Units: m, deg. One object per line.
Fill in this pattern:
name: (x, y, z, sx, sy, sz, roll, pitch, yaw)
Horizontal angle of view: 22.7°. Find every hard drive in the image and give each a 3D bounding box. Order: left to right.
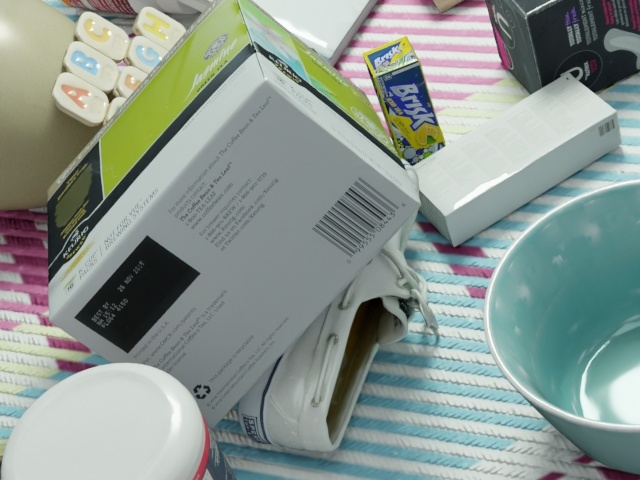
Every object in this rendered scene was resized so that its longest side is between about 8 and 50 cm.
hard drive: (-0.078, -0.367, 2.159, 0.307, 0.040, 0.203, 26, 58, 10)

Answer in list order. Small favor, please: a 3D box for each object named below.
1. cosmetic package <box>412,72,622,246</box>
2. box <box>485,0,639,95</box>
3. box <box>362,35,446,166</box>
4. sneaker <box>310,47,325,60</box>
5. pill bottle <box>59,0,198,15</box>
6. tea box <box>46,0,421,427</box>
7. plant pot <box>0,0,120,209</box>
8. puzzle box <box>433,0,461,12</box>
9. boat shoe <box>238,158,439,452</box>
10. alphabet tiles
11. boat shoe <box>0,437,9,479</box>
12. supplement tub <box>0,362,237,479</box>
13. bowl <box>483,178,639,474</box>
cosmetic package: (0.223, -0.095, 1.850, 0.239, 0.060, 0.099, -31, 47, -10)
box: (0.347, -0.301, 1.928, 0.270, 0.165, 0.143, -26, 44, -5)
box: (0.103, -0.154, 1.876, 0.059, 0.169, 0.054, -22, 43, 1)
sneaker: (-0.009, -0.182, 2.015, 0.063, 0.073, 0.162, -18, 44, 4)
pill bottle: (-0.272, -0.383, 2.277, 0.221, 0.121, 0.121, 12, 53, 29)
tea box: (-0.106, -0.046, 1.678, 0.329, 0.220, 0.323, -47, 25, 14)
plant pot: (-0.347, -0.154, 2.013, 0.191, 0.284, 0.284, 20, 50, -6)
puzzle box: (0.275, -0.510, 2.154, 0.409, 0.052, 0.272, -30, 56, 7)
boat shoe: (0.058, 0.068, 1.704, 0.156, 0.136, 0.367, 11, 55, 30)
alphabet tiles: (-0.189, -0.164, 1.959, 0.021, 0.278, 0.284, -42, 27, 42)
boat shoe: (-0.338, 0.248, 1.739, 0.153, 0.056, 0.048, -18, 39, -7)
supplement tub: (-0.165, 0.264, 1.497, 0.191, 0.272, 0.191, -11, 44, 11)
bowl: (0.326, 0.104, 1.544, 0.311, 0.163, 0.311, -11, 44, 11)
